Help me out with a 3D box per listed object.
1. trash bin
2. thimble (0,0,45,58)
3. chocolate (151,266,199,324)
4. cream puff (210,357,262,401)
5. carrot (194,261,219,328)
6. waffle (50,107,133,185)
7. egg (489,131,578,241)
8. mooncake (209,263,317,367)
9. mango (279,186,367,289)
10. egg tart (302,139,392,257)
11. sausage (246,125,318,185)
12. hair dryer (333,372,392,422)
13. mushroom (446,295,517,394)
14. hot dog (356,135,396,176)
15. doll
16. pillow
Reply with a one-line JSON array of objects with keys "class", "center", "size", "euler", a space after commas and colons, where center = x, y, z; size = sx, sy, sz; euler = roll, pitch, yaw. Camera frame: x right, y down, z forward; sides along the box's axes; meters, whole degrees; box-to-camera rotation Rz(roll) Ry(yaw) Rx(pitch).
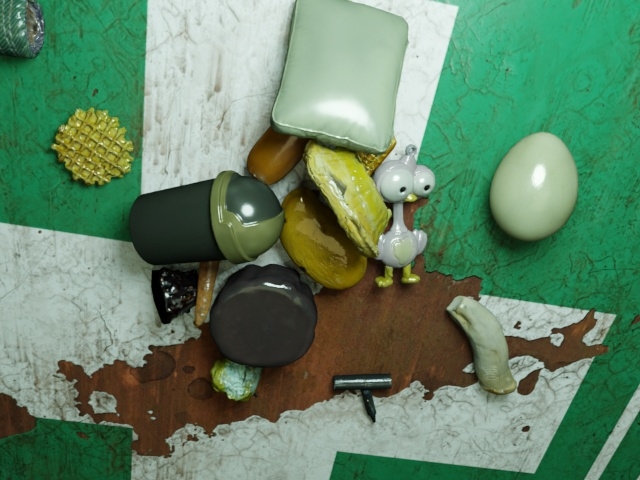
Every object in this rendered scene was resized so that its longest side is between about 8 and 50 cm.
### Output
[{"class": "trash bin", "center": [-0.244, -0.048, 1.153], "size": [0.334, 0.214, 0.214], "euler": [-5, 116, 17]}, {"class": "thimble", "center": [-0.623, -0.443, 1.020], "size": [0.090, 0.118, 0.135], "euler": [5, 100, -9]}, {"class": "chocolate", "center": [-0.357, 0.136, 1.313], "size": [0.133, 0.156, 0.156], "euler": [-11, 119, -27]}, {"class": "cream puff", "center": [-0.236, 0.369, 1.416], "size": [0.156, 0.121, 0.156], "euler": [0, 92, -5]}, {"class": "carrot", "center": [-0.287, 0.112, 1.268], "size": [0.057, 0.057, 0.224], "euler": [8, 84, -5]}, {"class": "waffle", "center": [-0.527, -0.215, 1.174], "size": [0.191, 0.038, 0.191], "euler": [0, 115, -1]}, {"class": "egg", "center": [0.493, -0.122, 1.165], "size": [0.188, 0.188, 0.253], "euler": [3, 110, -3]}, {"class": "mooncake", "center": [-0.148, 0.196, 1.322], "size": [0.283, 0.141, 0.283], "euler": [-1, 111, -4]}, {"class": "mango", "center": [0.001, -0.002, 1.248], "size": [0.177, 0.120, 0.295], "euler": [-32, 107, 17]}, {"class": "egg tart", "center": [0.067, -0.099, 1.078], "size": [0.115, 0.290, 0.290], "euler": [-31, 113, 7]}, {"class": "sausage", "center": [-0.061, -0.241, 1.141], "size": [0.105, 0.105, 0.274], "euler": [38, 109, -18]}, {"class": "hair dryer", "center": [0.125, 0.483, 1.525], "size": [0.173, 0.050, 0.195], "euler": [0, 119, 2]}, {"class": "mushroom", "center": [0.464, 0.299, 1.420], "size": [0.123, 0.095, 0.351], "euler": [-17, 114, 26]}, {"class": "hot dog", "center": [0.115, -0.198, 1.196], "size": [0.071, 0.045, 0.165], "euler": [37, 111, -15]}, {"class": "doll", "center": [0.197, -0.058, 1.236], "size": [0.160, 0.094, 0.365], "euler": [-5, 119, -14]}, {"class": "pillow", "center": [0.046, -0.341, 1.022], "size": [0.255, 0.120, 0.322], "euler": [13, 75, -6]}]
